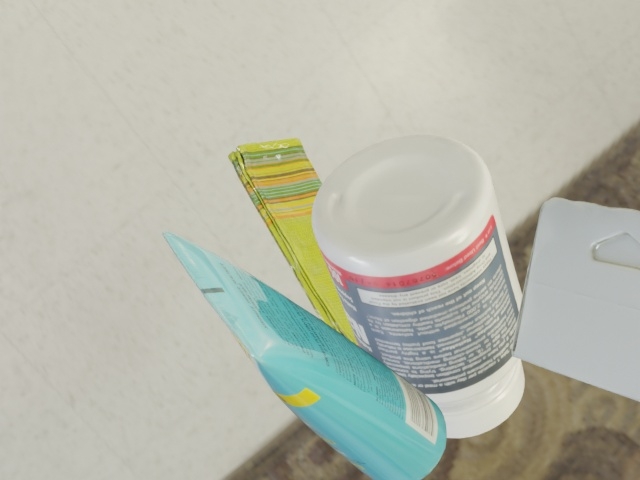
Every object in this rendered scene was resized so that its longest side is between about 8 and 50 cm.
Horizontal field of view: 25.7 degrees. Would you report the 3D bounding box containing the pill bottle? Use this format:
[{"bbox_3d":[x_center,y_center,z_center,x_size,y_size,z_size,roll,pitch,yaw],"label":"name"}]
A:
[{"bbox_3d":[0.068,0.035,0.853,0.108,0.108,0.180,-32,132,-12],"label":"pill bottle"}]

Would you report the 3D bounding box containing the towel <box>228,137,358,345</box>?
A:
[{"bbox_3d":[0.000,0.000,1.412,0.102,0.237,0.021,-16,161,-47],"label":"towel"}]

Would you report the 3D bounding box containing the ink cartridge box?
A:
[{"bbox_3d":[0.187,0.038,0.583,0.175,0.127,0.072,11,92,-26],"label":"ink cartridge box"}]

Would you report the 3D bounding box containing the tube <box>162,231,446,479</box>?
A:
[{"bbox_3d":[-0.001,0.062,0.657,0.052,0.080,0.207,-46,143,0],"label":"tube"}]
